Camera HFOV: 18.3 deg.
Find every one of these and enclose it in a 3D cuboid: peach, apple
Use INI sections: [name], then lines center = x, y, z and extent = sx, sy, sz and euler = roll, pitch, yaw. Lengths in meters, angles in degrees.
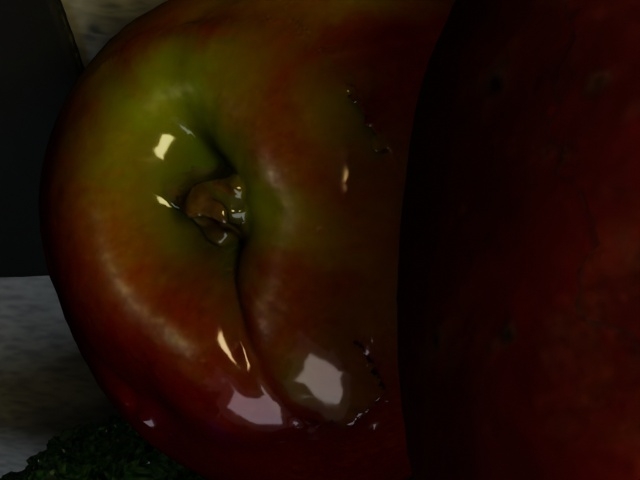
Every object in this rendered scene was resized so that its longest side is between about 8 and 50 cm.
[peach]
center = 0.000, 0.000, 0.685
extent = 0.197, 0.197, 0.197
euler = -1, 153, -1
[apple]
center = 0.181, 0.006, 0.543
extent = 0.328, 0.295, 0.365
euler = -32, 148, 10

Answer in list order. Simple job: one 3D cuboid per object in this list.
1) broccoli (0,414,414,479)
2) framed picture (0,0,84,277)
[broccoli]
center = -0.047, 0.200, 0.992
extent = 0.307, 0.275, 0.308
euler = -1, -176, 0
[framed picture]
center = -0.214, -0.062, 0.727
extent = 0.255, 0.014, 0.339
euler = -3, 152, 4
